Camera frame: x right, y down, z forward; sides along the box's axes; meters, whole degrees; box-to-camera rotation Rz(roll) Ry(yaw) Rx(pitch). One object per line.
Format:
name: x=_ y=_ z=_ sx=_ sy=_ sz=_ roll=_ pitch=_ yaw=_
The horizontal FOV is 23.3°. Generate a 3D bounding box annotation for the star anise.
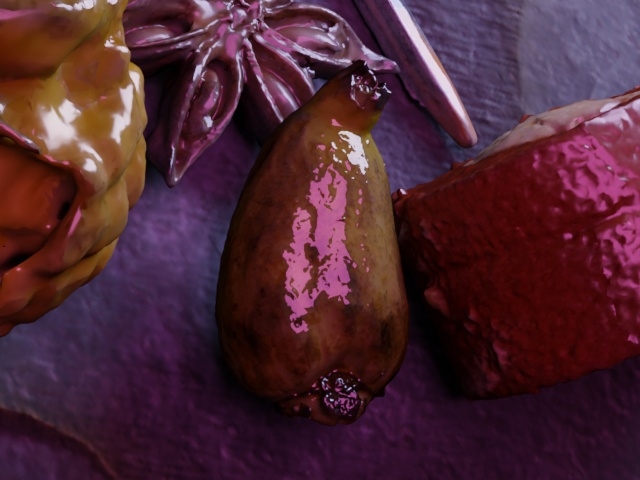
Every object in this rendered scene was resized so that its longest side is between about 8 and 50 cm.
star anise: x=-0.046 y=-0.110 z=0.884 sx=0.172 sy=0.063 sz=0.208 roll=38 pitch=59 yaw=-15

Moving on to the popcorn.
popcorn: x=-0.190 y=-0.069 z=0.715 sx=0.250 sy=0.190 sz=0.250 roll=-3 pitch=105 yaw=-12

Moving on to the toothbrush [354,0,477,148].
toothbrush: x=-0.006 y=-0.217 z=0.952 sx=0.037 sy=0.028 sz=0.375 roll=-29 pitch=87 yaw=-37

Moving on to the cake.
cake: x=0.183 y=-0.021 z=0.894 sx=0.283 sy=0.177 sz=0.150 roll=-22 pitch=84 yaw=-28

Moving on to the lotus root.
lotus root: x=0.000 y=0.000 z=0.831 sx=0.108 sy=0.094 sz=0.190 roll=3 pitch=90 yaw=-44
